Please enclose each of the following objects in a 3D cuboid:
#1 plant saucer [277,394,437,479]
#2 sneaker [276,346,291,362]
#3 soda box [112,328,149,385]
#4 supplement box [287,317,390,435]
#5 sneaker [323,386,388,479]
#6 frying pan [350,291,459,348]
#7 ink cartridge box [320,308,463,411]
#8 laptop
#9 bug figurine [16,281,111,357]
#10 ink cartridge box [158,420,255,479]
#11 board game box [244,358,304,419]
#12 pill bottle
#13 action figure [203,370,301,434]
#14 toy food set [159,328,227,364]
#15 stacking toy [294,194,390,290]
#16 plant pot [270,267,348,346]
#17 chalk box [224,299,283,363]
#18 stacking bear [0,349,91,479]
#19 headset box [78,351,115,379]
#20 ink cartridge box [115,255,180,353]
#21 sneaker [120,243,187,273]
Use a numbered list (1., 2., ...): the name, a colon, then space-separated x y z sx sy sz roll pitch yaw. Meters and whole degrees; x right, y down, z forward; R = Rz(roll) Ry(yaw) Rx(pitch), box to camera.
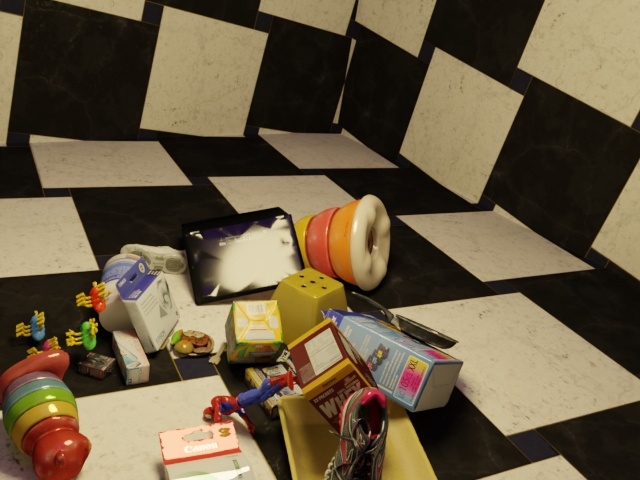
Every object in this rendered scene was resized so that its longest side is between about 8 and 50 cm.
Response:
1. plant saucer: 0.073 0.507 1.559 0.333 0.081 0.332 4 26 -14
2. sneaker: -0.106 0.338 1.914 0.032 0.037 0.083 18 27 14
3. soda box: -0.520 0.315 1.782 0.063 0.058 0.183 -4 27 -29
4. supplement box: 0.041 0.331 1.564 0.129 0.191 0.194 -35 29 4
5. sneaker: 0.078 0.455 1.365 0.121 0.112 0.299 10 67 -11
6. frying pan: 0.250 0.239 1.850 0.326 0.053 0.197 23 -1 -27
7. ink cartridge box: 0.164 0.315 1.825 0.396 0.151 0.270 23 2 30
8. laptop: -0.282 0.037 2.326 0.382 0.236 0.407 -11 68 -11
9. bug figurine: -0.688 0.234 1.776 0.279 0.072 0.216 -25 47 3
10. ink cartridge box: -0.247 0.493 1.426 0.181 0.056 0.224 -2 47 -24
11. board game box: -0.108 0.400 1.765 0.141 0.048 0.170 -7 30 -29
12. pill bottle: -0.597 0.162 1.975 0.152 0.152 0.272 4 25 -12
13. action figure: -0.168 0.419 1.581 0.280 0.139 0.091 -21 -26 23
14. toy food set: -0.372 0.295 1.904 0.192 0.038 0.132 13 24 6
15. stacking toy: 0.000 0.000 2.453 0.480 0.350 0.350 3 20 24
16. plant pot: -0.037 0.210 2.040 0.212 0.187 0.212 26 29 31
17. chalk box: -0.198 0.274 1.864 0.132 0.213 0.132 0 59 -17
18. stacking bear: -0.601 0.408 1.442 0.164 0.175 0.289 -7 37 -37
19. headset box: -0.593 0.335 1.741 0.083 0.032 0.062 13 24 10
20. ink cartridge box: -0.494 0.177 1.891 0.045 0.223 0.223 -16 18 11
21. sneaker: -0.586 0.058 2.308 0.232 0.090 0.115 14 16 -12
